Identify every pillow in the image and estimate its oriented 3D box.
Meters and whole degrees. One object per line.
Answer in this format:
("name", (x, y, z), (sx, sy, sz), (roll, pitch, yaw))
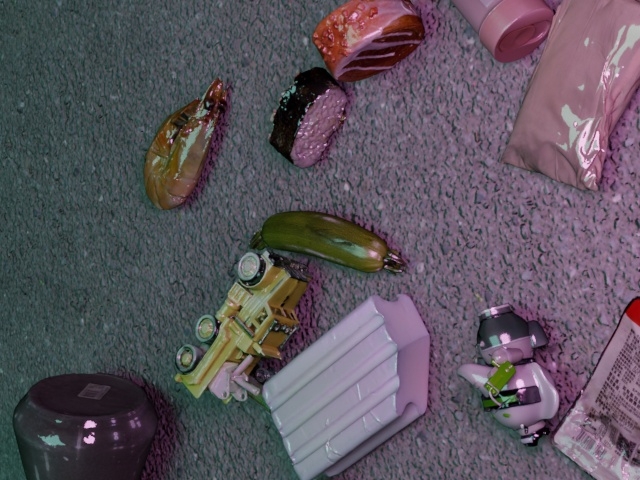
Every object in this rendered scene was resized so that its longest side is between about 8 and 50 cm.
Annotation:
("pillow", (0.337, -0.191, 1.640), (0.173, 0.067, 0.270), (36, 116, 43))

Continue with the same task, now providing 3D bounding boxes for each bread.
("bread", (0.069, -0.292, 1.828), (0.160, 0.160, 0.073), (-35, 74, 39))

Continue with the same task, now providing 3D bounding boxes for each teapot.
("teapot", (-0.433, 0.423, 2.308), (0.300, 0.253, 0.344), (-123, 39, -69))

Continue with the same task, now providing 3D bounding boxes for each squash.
("squash", (0.000, -0.003, 1.966), (0.318, 0.071, 0.080), (10, 100, 43))

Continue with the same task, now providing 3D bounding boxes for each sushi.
("sushi", (-0.021, -0.190, 1.967), (0.078, 0.090, 0.150), (47, 124, 36))

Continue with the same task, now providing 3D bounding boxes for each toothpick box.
("toothpick box", (0.232, -0.323, 1.710), (0.098, 0.098, 0.149), (-52, 58, 32))

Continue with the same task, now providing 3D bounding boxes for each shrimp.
("shrimp", (-0.232, -0.173, 2.192), (0.267, 0.061, 0.145), (-58, 46, 31))

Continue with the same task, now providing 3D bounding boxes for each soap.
("soap", (0.049, 0.223, 1.916), (0.289, 0.095, 0.173), (-42, 63, 36))

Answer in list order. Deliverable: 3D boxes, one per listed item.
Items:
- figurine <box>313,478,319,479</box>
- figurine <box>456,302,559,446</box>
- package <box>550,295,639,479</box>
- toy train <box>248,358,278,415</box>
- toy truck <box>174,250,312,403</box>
("figurine", (0.007, 0.476, 1.987), (0.167, 0.141, 0.250), (-61, 11, -14))
("figurine", (0.256, 0.182, 1.707), (0.147, 0.126, 0.192), (135, 117, -76))
("package", (0.399, 0.207, 1.625), (0.154, 0.030, 0.239), (40, 118, 36))
("toy train", (-0.106, 0.229, 2.103), (0.148, 0.038, 0.071), (32, 113, 39))
("toy truck", (-0.103, 0.147, 2.005), (0.135, 0.128, 0.259), (40, 102, 39))
